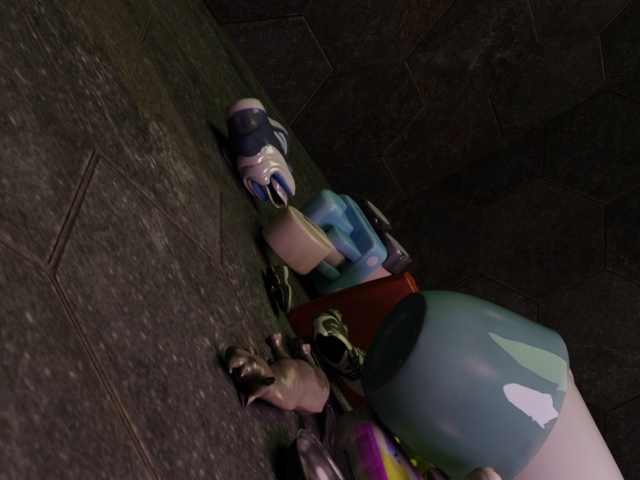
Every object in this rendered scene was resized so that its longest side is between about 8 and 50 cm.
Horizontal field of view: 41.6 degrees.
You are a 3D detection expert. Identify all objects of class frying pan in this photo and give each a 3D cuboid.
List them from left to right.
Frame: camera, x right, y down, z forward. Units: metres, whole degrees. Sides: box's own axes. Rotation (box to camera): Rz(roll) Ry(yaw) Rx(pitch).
[{"bbox_3d":[-0.006,0.302,1.147,0.197,0.053,0.326,56,7,-39],"label":"frying pan"}]

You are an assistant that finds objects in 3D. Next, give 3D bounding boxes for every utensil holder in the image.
[{"bbox_3d":[0.380,0.429,1.571,0.328,0.327,0.385,56,11,-35],"label":"utensil holder"}]

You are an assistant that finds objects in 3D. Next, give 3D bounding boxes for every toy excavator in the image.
[{"bbox_3d":[0.000,0.000,1.910,0.445,0.222,0.433,38,15,-36],"label":"toy excavator"}]

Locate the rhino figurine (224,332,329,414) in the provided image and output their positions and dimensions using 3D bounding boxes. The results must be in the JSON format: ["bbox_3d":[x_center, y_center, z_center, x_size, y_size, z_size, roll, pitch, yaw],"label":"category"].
[{"bbox_3d":[-0.059,0.184,1.140,0.106,0.073,0.243,60,14,24],"label":"rhino figurine"}]

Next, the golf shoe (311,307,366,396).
[{"bbox_3d":[0.043,0.218,1.494,0.198,0.077,0.094,52,20,-13],"label":"golf shoe"}]

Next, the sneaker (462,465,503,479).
[{"bbox_3d":[0.163,0.416,1.175,0.121,0.262,0.099,48,-22,-26],"label":"sneaker"}]

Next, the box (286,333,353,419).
[{"bbox_3d":[0.013,0.266,1.491,0.207,0.036,0.114,63,7,15],"label":"box"}]

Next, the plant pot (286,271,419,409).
[{"bbox_3d":[0.115,0.198,1.686,0.267,0.235,0.267,62,7,5],"label":"plant pot"}]

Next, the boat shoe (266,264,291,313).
[{"bbox_3d":[-0.077,0.088,1.548,0.125,0.038,0.046,-102,-156,-51],"label":"boat shoe"}]

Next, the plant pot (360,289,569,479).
[{"bbox_3d":[0.208,0.214,1.353,0.235,0.293,0.293,31,15,-13],"label":"plant pot"}]

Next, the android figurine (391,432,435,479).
[{"bbox_3d":[0.239,0.484,2.018,0.248,0.056,0.273,53,17,16],"label":"android figurine"}]

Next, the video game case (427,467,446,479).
[{"bbox_3d":[0.226,0.532,1.475,0.212,0.023,0.193,-142,-128,-75],"label":"video game case"}]

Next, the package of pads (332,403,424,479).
[{"bbox_3d":[0.126,0.440,1.346,0.296,0.101,0.229,57,8,-30],"label":"package of pads"}]

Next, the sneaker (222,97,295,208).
[{"bbox_3d":[-0.124,-0.164,1.944,0.323,0.130,0.236,55,18,-72],"label":"sneaker"}]
